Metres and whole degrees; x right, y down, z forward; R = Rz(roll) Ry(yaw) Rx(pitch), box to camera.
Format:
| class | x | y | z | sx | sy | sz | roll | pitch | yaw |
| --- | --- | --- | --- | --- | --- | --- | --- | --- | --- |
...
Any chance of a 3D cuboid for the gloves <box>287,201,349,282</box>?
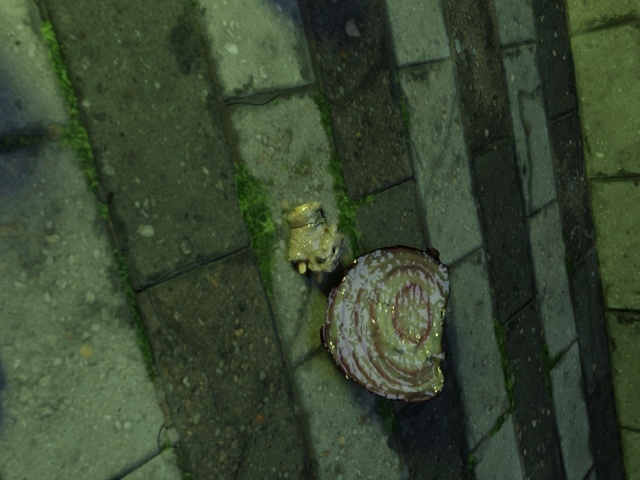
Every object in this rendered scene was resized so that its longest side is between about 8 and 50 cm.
| class | x | y | z | sx | sy | sz | roll | pitch | yaw |
| --- | --- | --- | --- | --- | --- | --- | --- | --- | --- |
| gloves | -0.006 | -0.001 | 1.103 | 0.144 | 0.094 | 0.110 | 56 | 42 | -19 |

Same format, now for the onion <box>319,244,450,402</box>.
| class | x | y | z | sx | sy | sz | roll | pitch | yaw |
| --- | --- | --- | --- | --- | --- | --- | --- | --- | --- |
| onion | 0.122 | 0.155 | 1.206 | 0.280 | 0.146 | 0.314 | 16 | 77 | -19 |
